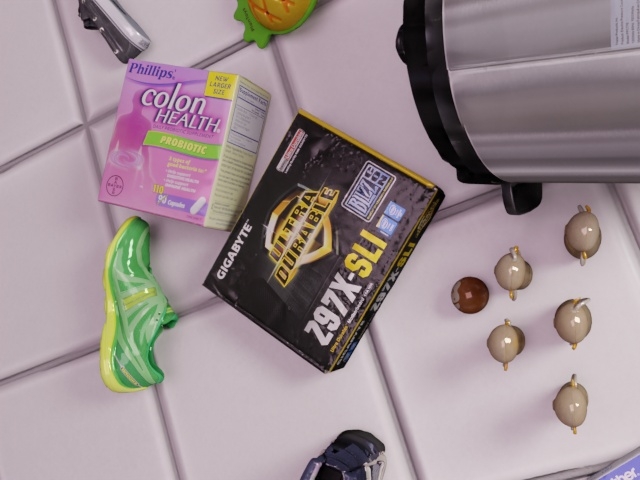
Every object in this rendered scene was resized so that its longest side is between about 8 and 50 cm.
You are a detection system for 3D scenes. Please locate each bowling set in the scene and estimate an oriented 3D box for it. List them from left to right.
[{"bbox_3d":[0.262,0.099,0.902,0.199,0.154,0.287,0,86,21],"label":"bowling set"}]

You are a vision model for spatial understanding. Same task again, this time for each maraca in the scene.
[{"bbox_3d":[-0.073,-0.391,1.107,0.185,0.099,0.127,-27,83,40],"label":"maraca"}]

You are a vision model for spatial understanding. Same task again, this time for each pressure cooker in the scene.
[{"bbox_3d":[0.289,-0.250,0.785,0.420,0.375,0.370,3,62,39],"label":"pressure cooker"}]

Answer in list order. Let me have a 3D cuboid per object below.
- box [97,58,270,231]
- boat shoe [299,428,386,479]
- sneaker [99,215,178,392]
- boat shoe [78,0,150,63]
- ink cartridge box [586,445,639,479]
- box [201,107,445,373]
[{"bbox_3d":[-0.224,-0.155,1.133,0.213,0.117,0.243,14,91,22],"label":"box"},{"bbox_3d":[-0.008,0.445,0.980,0.127,0.158,0.341,14,91,22],"label":"boat shoe"},{"bbox_3d":[-0.302,0.107,1.166,0.123,0.109,0.296,0,84,-2],"label":"sneaker"},{"bbox_3d":[-0.401,-0.410,1.249,0.076,0.080,0.228,-45,80,11],"label":"boat shoe"},{"bbox_3d":[0.455,0.296,0.870,0.207,0.046,0.097,-38,72,15],"label":"ink cartridge box"},{"bbox_3d":[0.000,0.000,1.056,0.257,0.079,0.322,33,98,19],"label":"box"}]
